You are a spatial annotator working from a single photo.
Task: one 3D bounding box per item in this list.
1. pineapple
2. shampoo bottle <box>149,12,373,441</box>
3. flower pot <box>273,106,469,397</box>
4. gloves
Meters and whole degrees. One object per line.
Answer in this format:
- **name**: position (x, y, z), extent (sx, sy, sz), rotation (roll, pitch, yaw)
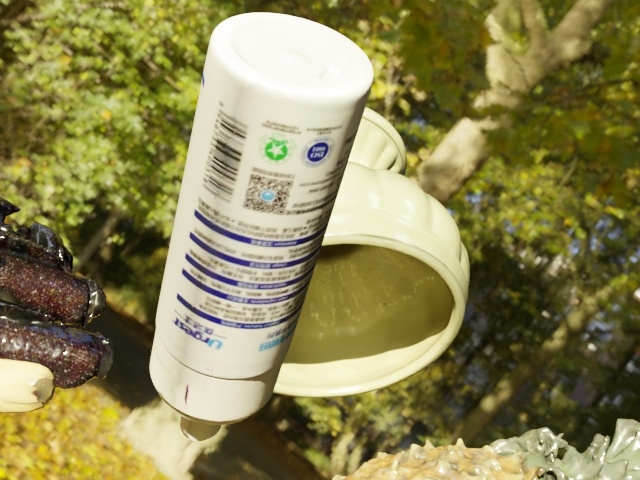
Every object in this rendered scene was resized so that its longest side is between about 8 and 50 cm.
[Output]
- **pineapple**: position (0.097, 0.141, 0.518), extent (0.108, 0.197, 0.108), rotation (162, -90, -74)
- **shampoo bottle**: position (-0.049, 0.016, 0.610), extent (0.092, 0.092, 0.303), rotation (35, -49, 22)
- **flower pot**: position (0.000, 0.000, 1.079), extent (0.307, 0.307, 0.244), rotation (45, 27, -41)
- **gloves**: position (-0.172, 0.032, 0.418), extent (0.180, 0.129, 0.106), rotation (11, -24, 48)
